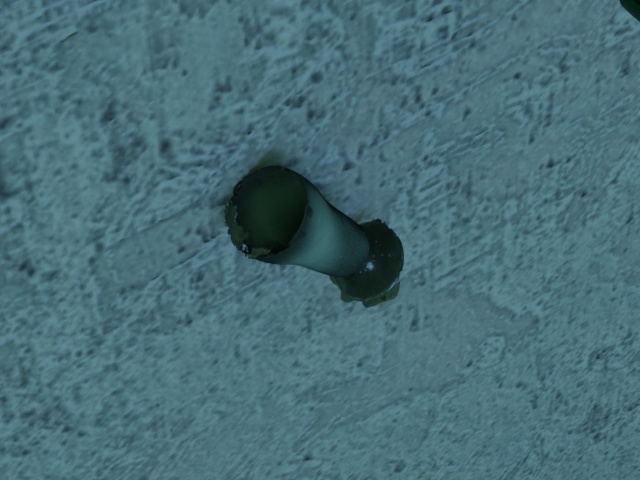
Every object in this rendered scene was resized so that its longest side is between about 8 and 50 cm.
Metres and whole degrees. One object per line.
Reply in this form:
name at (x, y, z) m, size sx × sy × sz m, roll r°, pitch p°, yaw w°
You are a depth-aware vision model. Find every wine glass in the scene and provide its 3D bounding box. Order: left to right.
wine glass at (0.000, 0.000, 1.294) m, size 0.072 × 0.072 × 0.155 m, roll -47°, pitch 147°, yaw 10°

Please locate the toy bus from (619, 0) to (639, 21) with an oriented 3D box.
toy bus at (0.309, -0.292, 1.161) m, size 0.343 × 0.183 × 0.199 m, roll -47°, pitch 141°, yaw 8°
